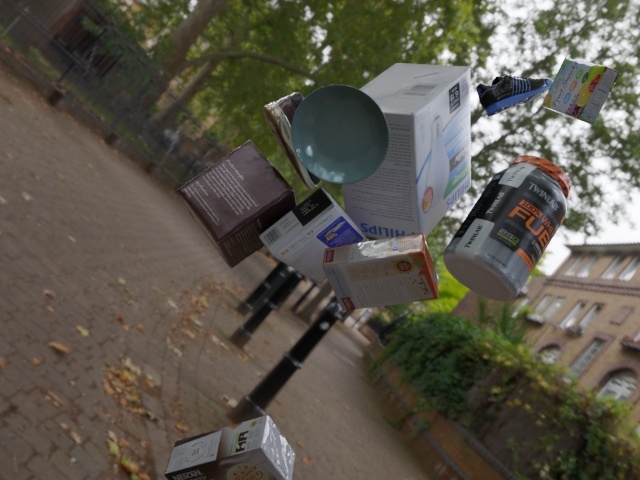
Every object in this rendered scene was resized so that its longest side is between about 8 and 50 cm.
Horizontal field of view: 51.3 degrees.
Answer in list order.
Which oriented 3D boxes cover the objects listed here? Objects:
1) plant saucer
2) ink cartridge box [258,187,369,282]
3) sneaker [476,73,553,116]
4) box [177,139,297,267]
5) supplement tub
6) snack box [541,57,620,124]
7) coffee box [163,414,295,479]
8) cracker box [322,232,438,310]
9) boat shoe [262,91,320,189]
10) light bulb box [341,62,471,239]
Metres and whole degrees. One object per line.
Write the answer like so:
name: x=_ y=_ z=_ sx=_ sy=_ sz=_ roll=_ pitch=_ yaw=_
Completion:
plant saucer: x=0.041 y=-0.206 z=1.286 sx=0.195 sy=0.195 sz=0.037 roll=41 pitch=28 yaw=-3
ink cartridge box: x=0.000 y=0.000 z=1.579 sx=0.069 sy=0.176 sz=0.371 roll=54 pitch=5 yaw=22
sneaker: x=0.526 y=-0.412 z=1.795 sx=0.090 sy=0.232 sz=0.081 roll=65 pitch=-22 yaw=6
box: x=-0.180 y=-0.079 z=1.503 sx=0.168 sy=0.203 sz=0.167 roll=51 pitch=-11 yaw=20
supplement tub: x=0.471 y=-0.035 z=1.658 sx=0.207 sy=0.338 sz=0.207 roll=32 pitch=-16 yaw=11
snack box: x=0.477 y=-0.278 z=1.231 sx=0.037 sy=0.100 sz=0.141 roll=19 pitch=17 yaw=-17
coffee box: x=-0.199 y=0.495 z=1.480 sx=0.098 sy=0.246 sz=0.141 roll=-81 pitch=148 yaw=-57
cracker box: x=0.138 y=0.074 z=1.510 sx=0.067 sy=0.232 sz=0.155 roll=-81 pitch=155 yaw=-45
boat shoe: x=-0.036 y=-0.209 z=1.429 sx=0.103 sy=0.092 sz=0.285 roll=58 pitch=-1 yaw=33
light bulb box: x=0.229 y=-0.236 z=1.754 sx=0.225 sy=0.358 sz=0.361 roll=13 pitch=-53 yaw=31
